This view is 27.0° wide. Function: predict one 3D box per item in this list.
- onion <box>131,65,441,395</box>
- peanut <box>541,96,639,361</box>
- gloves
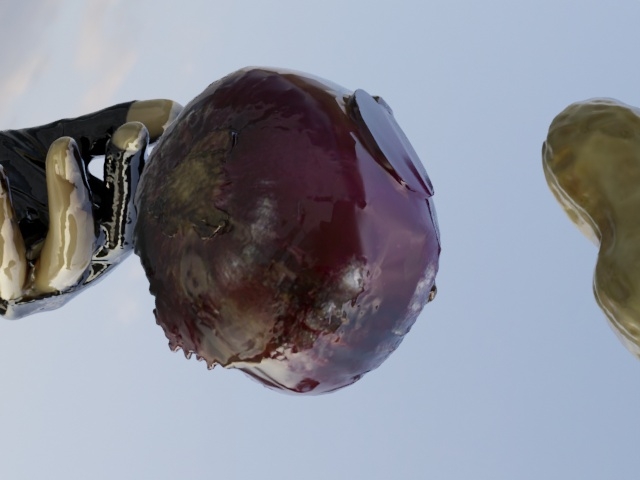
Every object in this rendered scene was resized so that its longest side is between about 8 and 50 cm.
[{"bbox_3d":[0.010,-0.010,0.690,0.135,0.198,0.173,-45,-125,29],"label":"onion"},{"bbox_3d":[0.296,-0.001,1.167,0.147,0.147,0.305,-40,-126,39],"label":"peanut"},{"bbox_3d":[-0.205,-0.035,1.076,0.301,0.152,0.197,-20,-147,47],"label":"gloves"}]
